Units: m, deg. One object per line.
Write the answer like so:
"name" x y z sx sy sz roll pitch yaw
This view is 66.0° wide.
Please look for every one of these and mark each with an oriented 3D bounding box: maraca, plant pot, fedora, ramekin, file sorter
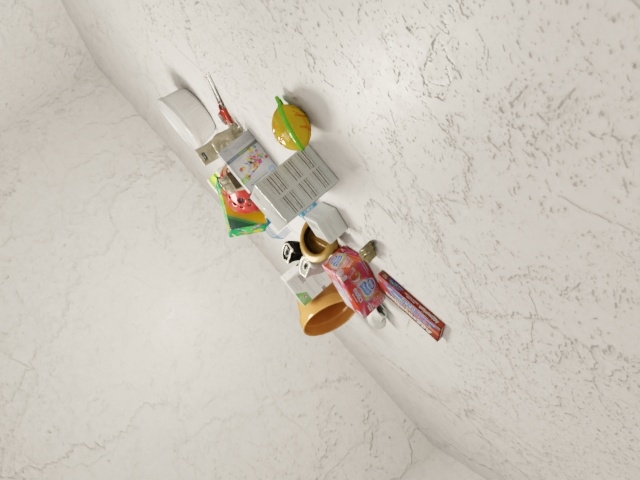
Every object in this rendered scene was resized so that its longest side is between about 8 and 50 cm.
"maraca" -0.080 -0.308 1.295 0.127 0.099 0.186 58 -171 -45
"plant pot" 0.009 0.304 2.421 0.204 0.290 0.291 60 175 33
"plant pot" -0.318 -0.236 2.063 0.191 0.191 0.174 40 159 34
"fedora" 0.006 -0.006 1.828 0.079 0.195 0.194 9 -161 -43
"ramekin" -0.579 -0.540 2.164 0.273 0.127 0.273 44 166 14
"file sorter" -0.197 -0.074 2.286 0.104 0.118 0.170 49 167 -14

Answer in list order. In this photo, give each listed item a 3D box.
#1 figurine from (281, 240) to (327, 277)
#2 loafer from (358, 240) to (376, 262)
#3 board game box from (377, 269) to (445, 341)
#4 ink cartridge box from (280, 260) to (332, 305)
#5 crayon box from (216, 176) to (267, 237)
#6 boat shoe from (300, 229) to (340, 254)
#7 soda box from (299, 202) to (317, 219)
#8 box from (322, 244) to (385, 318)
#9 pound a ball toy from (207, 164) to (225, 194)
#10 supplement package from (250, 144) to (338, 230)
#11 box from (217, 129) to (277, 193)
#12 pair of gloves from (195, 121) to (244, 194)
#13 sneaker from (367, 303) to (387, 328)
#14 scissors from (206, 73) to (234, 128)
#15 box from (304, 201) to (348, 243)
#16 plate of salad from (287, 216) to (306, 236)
"figurine" -0.014 0.066 1.985 0.214 0.209 0.093 34 122 46
"loafer" 0.158 0.040 1.607 0.050 0.056 0.148 46 177 9
"board game box" 0.309 0.226 1.705 0.281 0.027 0.145 42 167 26
"ink cartridge box" -0.048 0.166 2.270 0.160 0.219 0.092 55 169 -23
"crayon box" -0.355 -0.161 2.196 0.081 0.165 0.279 114 140 -59
"boat shoe" 0.000 0.000 1.940 0.177 0.064 0.060 28 138 14
"soda box" -0.084 -0.172 1.738 0.067 0.071 0.210 36 162 41
"box" 0.129 0.159 1.878 0.128 0.122 0.257 32 159 49
"pound a ball toy" -0.379 -0.244 2.435 0.319 0.136 0.208 51 141 -9
"supplement package" -0.085 -0.157 1.495 0.149 0.203 0.194 50 166 -4
"box" -0.268 -0.291 1.828 0.186 0.145 0.038 52 168 -13
"pair of gloves" -0.334 -0.308 1.900 0.240 0.204 0.042 52 -172 -22
"sneaker" 0.246 0.312 2.066 0.094 0.080 0.212 19 149 42
"scissors" -0.362 -0.497 1.834 0.109 0.021 0.297 48 166 13
"box" 0.018 -0.061 1.686 0.101 0.087 0.102 29 157 56
"plate of salad" -0.072 -0.073 2.016 0.199 0.048 0.200 24 148 16
